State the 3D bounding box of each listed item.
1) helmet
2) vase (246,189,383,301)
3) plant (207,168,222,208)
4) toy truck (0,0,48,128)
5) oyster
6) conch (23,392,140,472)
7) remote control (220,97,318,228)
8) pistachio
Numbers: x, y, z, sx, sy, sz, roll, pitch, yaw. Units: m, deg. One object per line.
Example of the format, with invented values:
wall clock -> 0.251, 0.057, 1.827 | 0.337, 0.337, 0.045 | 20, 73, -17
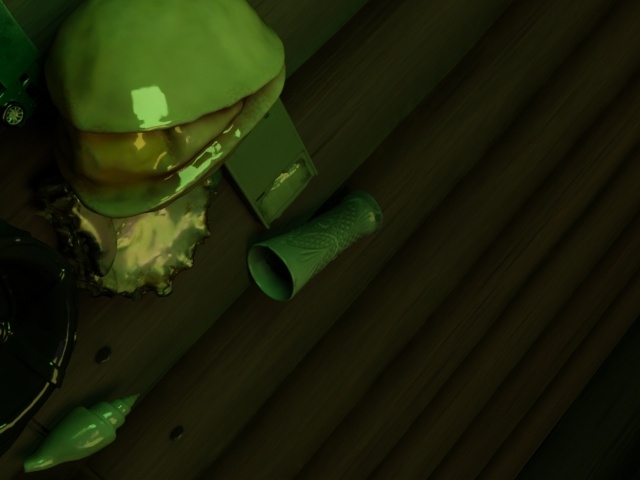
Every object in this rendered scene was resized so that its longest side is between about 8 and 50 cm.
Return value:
helmet -> -0.384, 0.098, 1.004 | 0.230, 0.160, 0.278 | 13, 104, -59
vase -> 0.000, 0.000, 1.483 | 0.219, 0.096, 0.096 | -33, 138, -37
plant -> -0.151, -0.076, 1.270 | 0.051, 0.051, 0.102 | -39, 151, -27
toy truck -> -0.326, -0.179, 0.956 | 0.079, 0.065, 0.147 | -50, 143, -19
oyster -> -0.232, -0.017, 1.181 | 0.198, 0.092, 0.260 | -61, 153, 7
conch -> -0.316, 0.253, 1.307 | 0.180, 0.088, 0.065 | -31, 93, -26
remote control -> -0.087, -0.130, 1.325 | 0.123, 0.038, 0.285 | -50, 147, -11
pistachio -> -0.162, -0.162, 1.031 | 0.309, 0.230, 0.229 | -64, 157, -46
